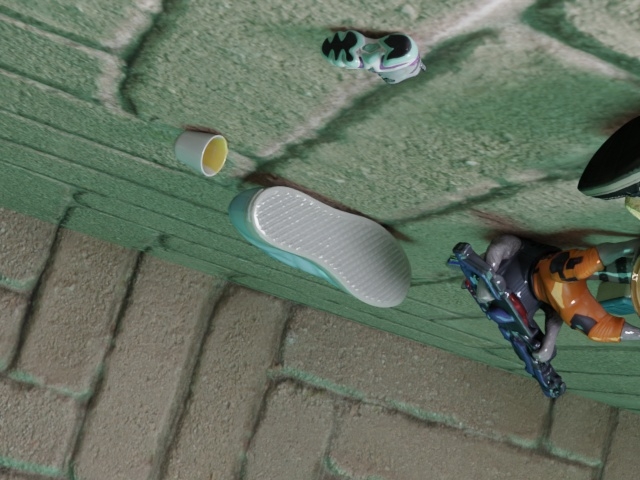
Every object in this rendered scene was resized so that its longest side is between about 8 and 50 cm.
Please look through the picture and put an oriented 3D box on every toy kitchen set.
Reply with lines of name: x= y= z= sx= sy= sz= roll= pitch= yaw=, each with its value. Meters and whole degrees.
toy kitchen set: x=0.553 y=0.170 z=1.569 sx=0.207 sy=0.166 sz=0.122 roll=16 pitch=169 yaw=-3

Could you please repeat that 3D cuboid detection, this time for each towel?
towel: x=0.264 y=0.047 z=1.792 sx=0.060 sy=0.010 sz=0.083 roll=16 pitch=169 yaw=3

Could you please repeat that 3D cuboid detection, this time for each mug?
mug: x=-0.177 y=-0.129 z=1.423 sx=0.064 sy=0.062 sz=0.078 roll=20 pitch=165 yaw=26

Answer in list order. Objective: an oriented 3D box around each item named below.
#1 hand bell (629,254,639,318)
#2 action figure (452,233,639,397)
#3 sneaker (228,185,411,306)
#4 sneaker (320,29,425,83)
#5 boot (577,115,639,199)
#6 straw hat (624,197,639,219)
hand bell: x=0.536 y=0.064 z=1.280 sx=0.242 sy=0.126 sz=0.126 roll=4 pitch=178 yaw=-35
action figure: x=0.365 y=0.093 z=1.465 sx=0.330 sy=0.178 sz=0.341 roll=12 pitch=145 yaw=45
sneaker: x=0.000 y=0.000 z=1.676 sx=0.366 sy=0.135 sz=0.150 roll=33 pitch=170 yaw=-31
sneaker: x=0.053 y=-0.170 z=0.929 sx=0.098 sy=0.038 sz=0.069 roll=11 pitch=167 yaw=27
boot: x=0.363 y=-0.043 z=0.891 sx=0.178 sy=0.085 sz=0.236 roll=35 pitch=161 yaw=-11
straw hat: x=0.360 y=-0.050 z=1.028 sx=0.144 sy=0.061 sz=0.144 roll=15 pitch=170 yaw=3
